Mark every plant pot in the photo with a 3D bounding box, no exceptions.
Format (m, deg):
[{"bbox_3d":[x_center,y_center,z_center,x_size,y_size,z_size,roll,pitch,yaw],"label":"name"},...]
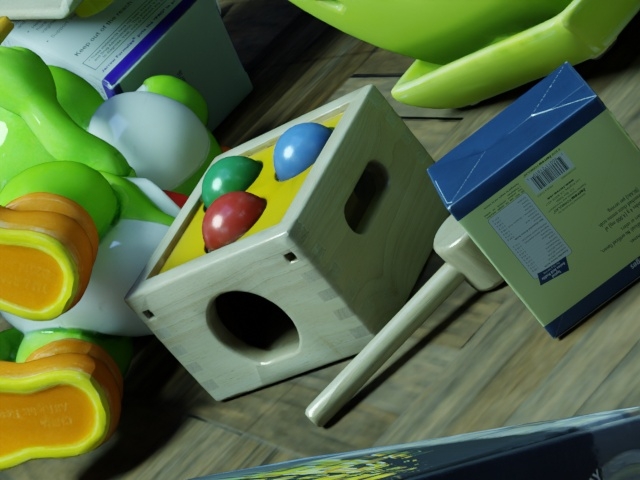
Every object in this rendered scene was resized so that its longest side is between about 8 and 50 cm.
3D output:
[{"bbox_3d":[0.095,-0.212,1.108,0.227,0.207,0.228,-49,13,-24],"label":"plant pot"}]

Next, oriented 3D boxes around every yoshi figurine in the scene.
[{"bbox_3d":[-0.172,-0.012,1.214,0.203,0.203,0.362,-43,10,22],"label":"yoshi figurine"}]

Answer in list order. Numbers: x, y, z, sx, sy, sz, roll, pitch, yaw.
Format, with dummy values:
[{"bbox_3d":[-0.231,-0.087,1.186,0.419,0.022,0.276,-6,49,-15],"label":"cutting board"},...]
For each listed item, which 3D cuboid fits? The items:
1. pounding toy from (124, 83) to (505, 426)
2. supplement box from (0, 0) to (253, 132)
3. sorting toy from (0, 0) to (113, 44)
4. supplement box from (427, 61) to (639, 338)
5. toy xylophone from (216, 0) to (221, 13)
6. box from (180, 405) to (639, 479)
[{"bbox_3d":[0.001,0.004,1.015,0.206,0.094,0.181,-22,27,40],"label":"pounding toy"},{"bbox_3d":[-0.175,-0.150,1.476,0.220,0.111,0.114,27,65,34],"label":"supplement box"},{"bbox_3d":[-0.165,-0.207,1.394,0.196,0.047,0.348,3,47,52],"label":"sorting toy"},{"bbox_3d":[0.108,-0.018,0.890,0.083,0.083,0.056,-37,21,8],"label":"supplement box"},{"bbox_3d":[-0.225,-0.140,1.713,0.322,0.081,0.236,-8,37,54],"label":"toy xylophone"},{"bbox_3d":[-0.106,0.145,0.691,0.318,0.097,0.395,-6,-7,-41],"label":"box"}]
